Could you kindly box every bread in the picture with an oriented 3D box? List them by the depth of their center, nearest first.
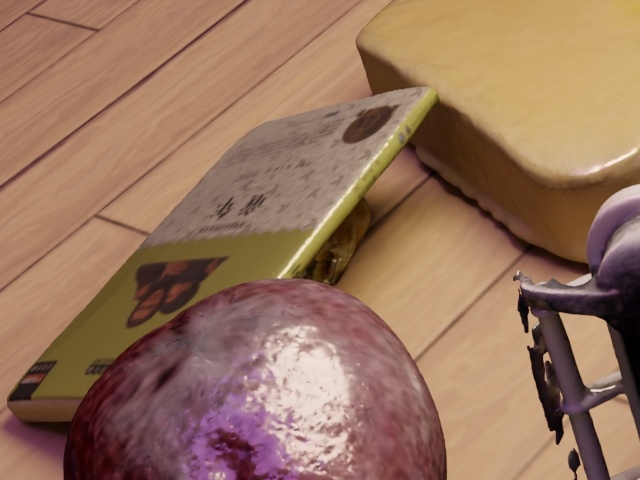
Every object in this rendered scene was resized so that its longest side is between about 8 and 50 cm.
[{"bbox_3d":[0.000,0.000,1.343,0.066,0.060,0.110,-33,16,49],"label":"bread"}]

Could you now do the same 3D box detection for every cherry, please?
[{"bbox_3d":[-0.034,0.147,1.020,0.230,0.203,0.300,-21,34,-8],"label":"cherry"}]

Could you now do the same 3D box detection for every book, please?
[{"bbox_3d":[-0.072,0.007,1.310,0.239,0.035,0.352,-8,35,50],"label":"book"}]

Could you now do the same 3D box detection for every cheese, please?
[{"bbox_3d":[0.214,-0.117,1.349,0.384,0.104,0.384,-14,34,10],"label":"cheese"}]

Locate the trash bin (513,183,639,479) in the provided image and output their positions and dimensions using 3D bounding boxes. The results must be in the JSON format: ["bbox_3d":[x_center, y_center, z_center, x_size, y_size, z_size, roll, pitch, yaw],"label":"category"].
[{"bbox_3d":[0.304,0.004,1.021,0.296,0.256,0.368,-10,28,25],"label":"trash bin"}]
